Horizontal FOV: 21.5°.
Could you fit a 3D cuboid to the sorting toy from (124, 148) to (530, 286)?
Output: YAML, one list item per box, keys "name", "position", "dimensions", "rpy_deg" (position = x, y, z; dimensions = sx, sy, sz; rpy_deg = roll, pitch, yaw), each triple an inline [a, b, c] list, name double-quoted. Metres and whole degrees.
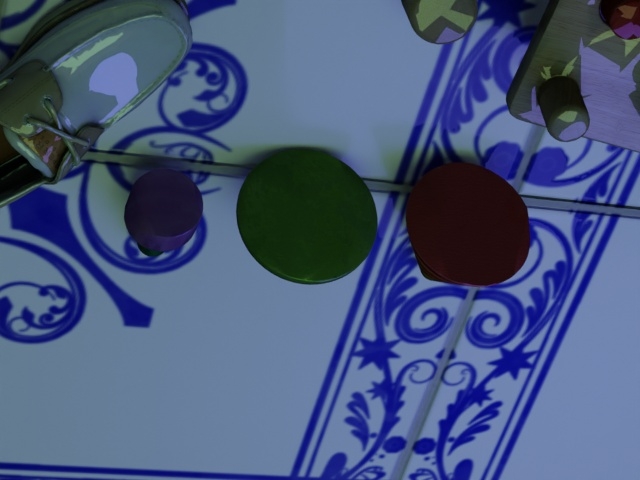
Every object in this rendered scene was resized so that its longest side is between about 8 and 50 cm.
- name: "sorting toy"
  position: [0.000, 0.000, 1.533]
  dimensions: [0.365, 0.127, 0.126]
  rpy_deg: [3, 157, -13]

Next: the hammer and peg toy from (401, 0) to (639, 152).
- name: "hammer and peg toy"
  position: [0.265, -0.195, 1.370]
  dimensions: [0.361, 0.127, 0.266]
  rpy_deg: [15, 123, -14]

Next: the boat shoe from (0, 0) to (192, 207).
- name: "boat shoe"
  position: [-0.228, -0.095, 1.373]
  dimensions: [0.302, 0.103, 0.113]
  rpy_deg: [-33, 129, 13]
